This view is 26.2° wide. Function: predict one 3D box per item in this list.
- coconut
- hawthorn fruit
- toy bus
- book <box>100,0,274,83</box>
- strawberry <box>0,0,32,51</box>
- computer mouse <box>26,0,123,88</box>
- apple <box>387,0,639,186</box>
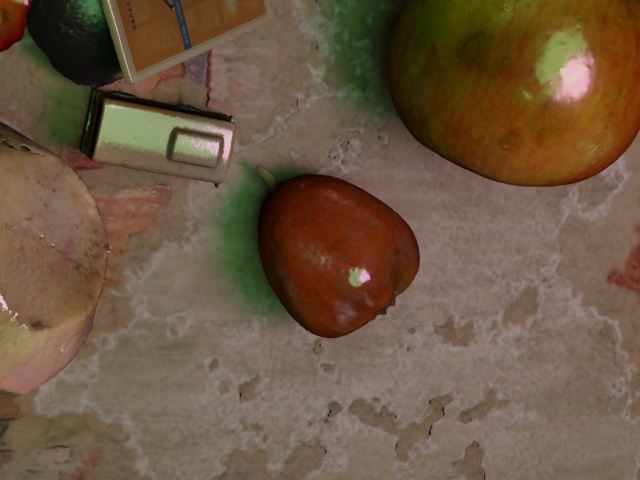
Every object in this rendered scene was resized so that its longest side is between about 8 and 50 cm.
[{"bbox_3d":[-0.428,0.027,1.561,0.353,0.352,0.352,-4,104,-17],"label":"coconut"},{"bbox_3d":[0.000,0.000,1.760,0.199,0.199,0.251,-45,88,-4],"label":"hawthorn fruit"},{"bbox_3d":[-0.194,-0.127,1.696,0.182,0.103,0.091,10,100,-21],"label":"toy bus"},{"bbox_3d":[-0.160,-0.306,1.647,0.242,0.018,0.170,-32,120,-37],"label":"book"},{"bbox_3d":[-0.424,-0.376,1.551,0.265,0.149,0.336,-12,117,-22],"label":"strawberry"},{"bbox_3d":[-0.229,-0.322,1.648,0.168,0.087,0.295,37,88,-26],"label":"computer mouse"},{"bbox_3d":[0.253,-0.233,1.702,0.340,0.339,0.339,-4,104,-17],"label":"apple"}]
